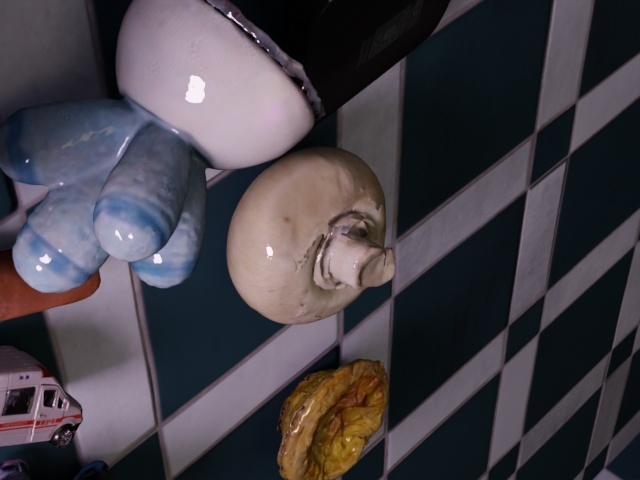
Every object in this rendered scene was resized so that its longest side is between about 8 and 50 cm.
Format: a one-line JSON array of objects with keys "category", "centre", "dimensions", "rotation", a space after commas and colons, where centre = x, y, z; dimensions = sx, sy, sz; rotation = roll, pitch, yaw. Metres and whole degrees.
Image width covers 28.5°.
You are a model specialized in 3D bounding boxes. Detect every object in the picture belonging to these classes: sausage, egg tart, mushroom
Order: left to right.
[{"category": "sausage", "centre": [-0.359, 0.047, 1.276], "dimensions": [0.327, 0.079, 0.087], "rotation": [-6, 143, -54]}, {"category": "mushroom", "centre": [0.000, 0.000, 1.639], "dimensions": [0.246, 0.202, 0.246], "rotation": [-27, 128, -41]}, {"category": "egg tart", "centre": [0.010, 0.281, 2.011], "dimensions": [0.241, 0.106, 0.241], "rotation": [-33, 140, -33]}]

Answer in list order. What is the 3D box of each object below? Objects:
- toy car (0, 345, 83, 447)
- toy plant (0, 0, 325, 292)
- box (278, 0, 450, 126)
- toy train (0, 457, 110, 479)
[{"category": "toy car", "centre": [-0.347, 0.171, 1.403], "dimensions": [0.210, 0.089, 0.108], "rotation": [4, 110, -53]}, {"category": "toy plant", "centre": [-0.184, -0.081, 1.275], "dimensions": [0.332, 0.247, 0.247], "rotation": [-51, 150, -7]}, {"category": "box", "centre": [0.059, -0.275, 1.524], "dimensions": [0.289, 0.073, 0.290], "rotation": [-40, 165, -25]}, {"category": "toy train", "centre": [-0.342, 0.384, 1.570], "dimensions": [0.202, 0.131, 0.300], "rotation": [-59, 150, 8]}]
